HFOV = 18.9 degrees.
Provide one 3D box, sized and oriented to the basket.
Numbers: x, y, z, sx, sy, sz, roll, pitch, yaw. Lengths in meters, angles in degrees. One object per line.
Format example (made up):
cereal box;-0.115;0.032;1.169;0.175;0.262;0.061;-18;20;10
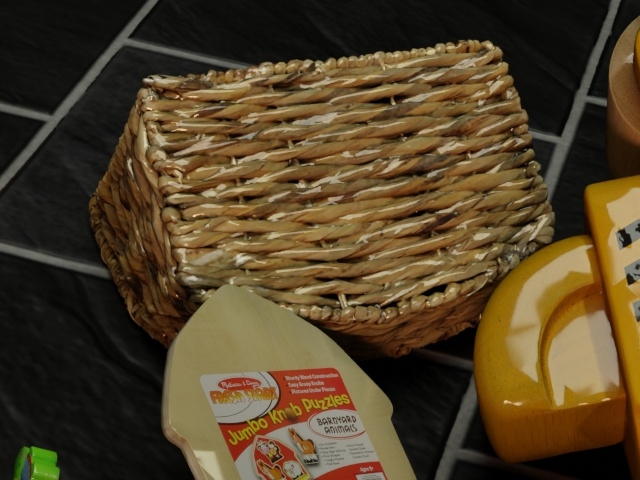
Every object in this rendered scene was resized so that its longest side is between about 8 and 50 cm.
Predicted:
basket;0.000;0.000;1.439;0.299;0.223;0.213;-8;70;-21

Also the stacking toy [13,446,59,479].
stacking toy;-0.092;0.205;1.132;0.167;0.052;0.221;17;22;-24

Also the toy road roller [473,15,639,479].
toy road roller;0.210;0.022;1.288;0.240;0.202;0.330;-11;68;3

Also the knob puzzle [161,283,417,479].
knob puzzle;-0.030;0.116;1.233;0.213;0.030;0.213;25;42;-24
